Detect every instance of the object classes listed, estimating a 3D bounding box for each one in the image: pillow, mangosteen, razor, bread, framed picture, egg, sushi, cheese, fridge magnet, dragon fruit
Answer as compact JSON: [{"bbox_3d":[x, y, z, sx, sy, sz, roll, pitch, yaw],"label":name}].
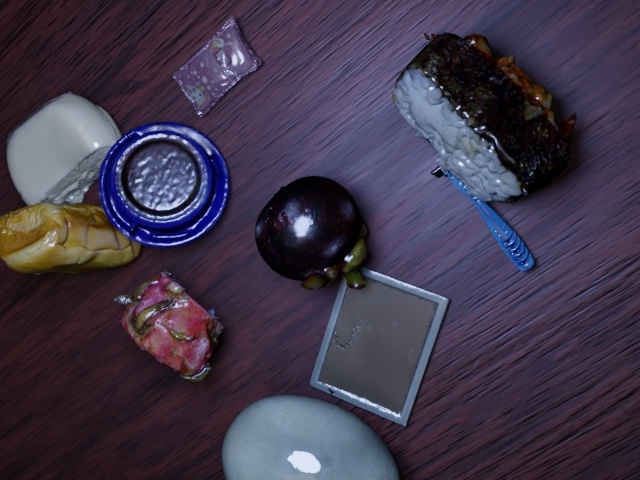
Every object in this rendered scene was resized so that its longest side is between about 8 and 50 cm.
[{"bbox_3d":[-0.212,-0.353,1.421,0.185,0.043,0.118,-36,89,20],"label":"pillow"},{"bbox_3d":[0.000,0.000,1.306,0.250,0.211,0.211,44,106,-10],"label":"mangosteen"},{"bbox_3d":[0.307,-0.050,1.276,0.082,0.042,0.253,-37,84,16],"label":"razor"},{"bbox_3d":[-0.500,-0.003,1.411,0.166,0.294,0.132,-10,86,19],"label":"bread"},{"bbox_3d":[0.112,0.203,1.372,0.216,0.016,0.273,21,100,15],"label":"framed picture"},{"bbox_3d":[-0.020,0.431,1.307,0.352,0.258,0.258,26,102,18],"label":"egg"},{"bbox_3d":[0.270,-0.220,1.204,0.182,0.196,0.343,-39,86,-23],"label":"sushi"},{"bbox_3d":[-0.550,-0.182,1.501,0.266,0.127,0.233,-33,87,20],"label":"cheese"},{"bbox_3d":[-0.319,-0.117,1.414,0.265,0.113,0.266,1,81,-5],"label":"fridge magnet"},{"bbox_3d":[-0.298,0.152,1.407,0.282,0.211,0.147,41,92,29],"label":"dragon fruit"}]
